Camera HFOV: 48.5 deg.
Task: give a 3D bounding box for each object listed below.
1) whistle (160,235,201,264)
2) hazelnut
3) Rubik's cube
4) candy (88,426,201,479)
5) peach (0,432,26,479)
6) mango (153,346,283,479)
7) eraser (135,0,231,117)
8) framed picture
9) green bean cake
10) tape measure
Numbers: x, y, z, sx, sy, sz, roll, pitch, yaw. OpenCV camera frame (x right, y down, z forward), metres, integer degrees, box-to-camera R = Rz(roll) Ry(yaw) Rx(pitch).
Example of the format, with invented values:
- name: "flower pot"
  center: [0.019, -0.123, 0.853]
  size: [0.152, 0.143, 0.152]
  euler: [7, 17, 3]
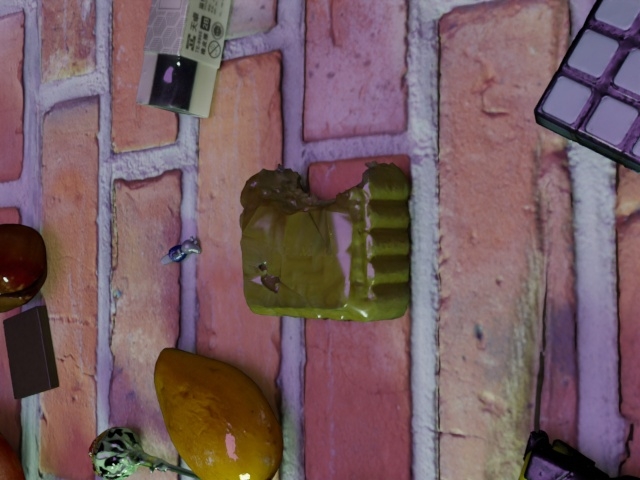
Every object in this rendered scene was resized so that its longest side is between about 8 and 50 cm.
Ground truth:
- name: "whistle"
  center: [-0.241, 0.022, 1.221]
  size: [0.083, 0.029, 0.033]
  euler: [-27, 89, 23]
- name: "hazelnut"
  center: [-0.635, 0.051, 1.408]
  size: [0.178, 0.178, 0.204]
  euler: [55, 147, 22]
- name: "Rubik's cube"
  center: [0.350, -0.155, 0.749]
  size: [0.161, 0.162, 0.163]
  euler: [35, 106, 29]
- name: "candy"
  center: [-0.268, 0.390, 1.208]
  size: [0.306, 0.083, 0.091]
  euler: [8, 91, 26]
- name: "peach"
  center: [-0.743, 0.513, 1.349]
  size: [0.389, 0.388, 0.387]
  euler: [-1, 88, 34]
- name: "mango"
  center: [-0.165, 0.276, 1.107]
  size: [0.317, 0.119, 0.176]
  euler: [33, 114, 35]
- name: "eraser"
  center: [-0.208, -0.413, 1.172]
  size: [0.096, 0.098, 0.403]
  euler: [15, 96, 34]
- name: "framed picture"
  center: [-0.594, 0.230, 1.452]
  size: [0.128, 0.023, 0.168]
  euler: [-21, 77, 32]
- name: "green bean cake"
  center: [0.000, 0.000, 1.001]
  size: [0.236, 0.124, 0.232]
  euler: [-1, 87, 34]
- name: "tape measure"
  center: [0.297, 0.336, 0.800]
  size: [0.199, 0.112, 0.186]
  euler: [21, 93, 38]
